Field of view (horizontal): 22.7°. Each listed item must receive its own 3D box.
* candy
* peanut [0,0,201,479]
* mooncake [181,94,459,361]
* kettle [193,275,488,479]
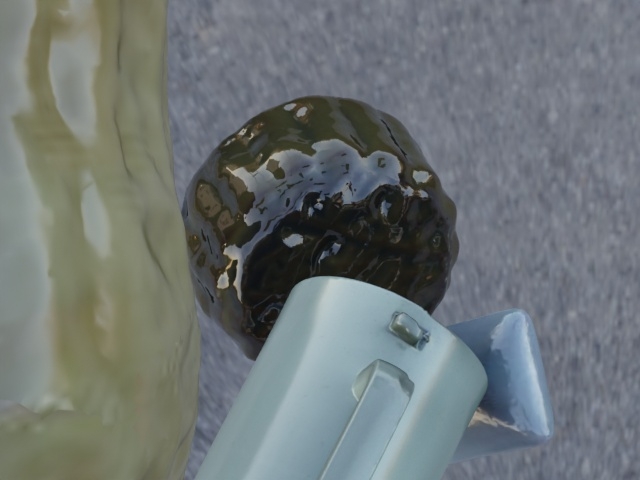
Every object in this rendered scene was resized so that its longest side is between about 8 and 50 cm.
[{"bbox_3d":[0.148,0.150,1.600,0.174,0.071,0.138,-19,78,40],"label":"candy"},{"bbox_3d":[-0.098,-0.011,0.415,0.159,0.143,0.291,16,108,45],"label":"peanut"},{"bbox_3d":[0.000,0.000,1.678,0.290,0.290,0.161,-30,38,-3],"label":"mooncake"},{"bbox_3d":[0.012,0.212,1.401,0.265,0.205,0.318,-3,49,50],"label":"kettle"}]
